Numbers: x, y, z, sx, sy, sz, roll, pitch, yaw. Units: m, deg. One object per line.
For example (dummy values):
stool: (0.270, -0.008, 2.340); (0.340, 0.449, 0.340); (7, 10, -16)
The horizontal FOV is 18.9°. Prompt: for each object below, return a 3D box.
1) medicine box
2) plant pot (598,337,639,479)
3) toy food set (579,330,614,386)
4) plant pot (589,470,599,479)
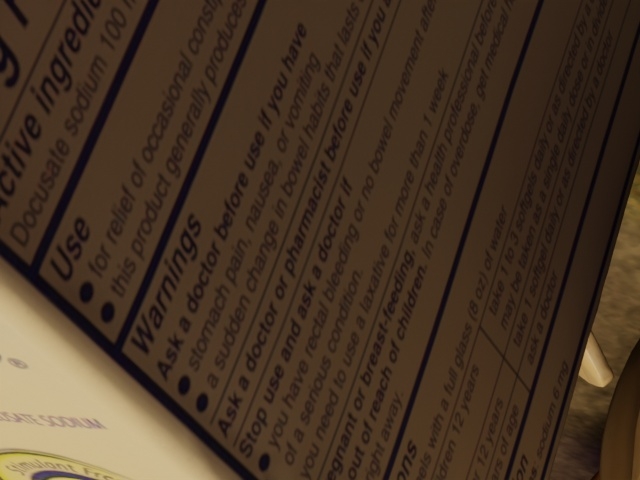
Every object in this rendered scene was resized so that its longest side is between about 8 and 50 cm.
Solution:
medicine box: (-0.036, -0.052, 0.516); (0.149, 0.263, 0.289); (3, 150, 33)
plant pot: (0.221, 0.079, 0.600); (0.323, 0.323, 0.280); (24, 173, -7)
toy food set: (0.000, 0.000, 0.744); (0.218, 0.071, 0.128); (23, 146, 54)
plant pot: (0.202, 0.197, 0.846); (0.291, 0.291, 0.203); (16, 145, 10)
